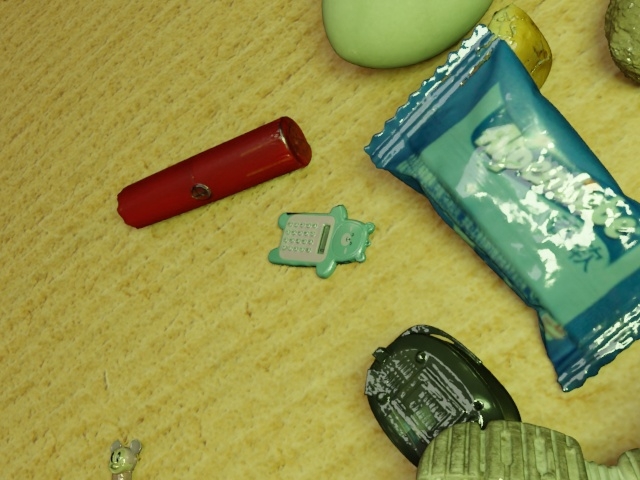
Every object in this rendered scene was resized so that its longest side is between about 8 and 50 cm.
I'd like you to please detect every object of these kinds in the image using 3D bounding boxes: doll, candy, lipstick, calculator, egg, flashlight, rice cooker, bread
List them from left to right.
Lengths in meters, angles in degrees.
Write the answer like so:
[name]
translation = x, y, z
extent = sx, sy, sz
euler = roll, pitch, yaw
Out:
[flashlight]
translation = -0.249, 0.303, 0.946
extent = 0.052, 0.031, 0.110
euler = -10, 66, 28
[lipstick]
translation = -0.145, -0.086, 1.014
extent = 0.279, 0.073, 0.073
euler = -19, 62, 26
[calculator]
translation = 0.000, 0.000, 0.921
extent = 0.141, 0.019, 0.094
euler = 3, 70, 33
[egg]
translation = 0.107, -0.306, 0.871
extent = 0.253, 0.186, 0.186
euler = -46, 54, 3
[rice cooker]
translation = 0.116, 0.158, 0.735
extent = 0.165, 0.106, 0.112
euler = 45, 101, 25
[bread]
translation = 0.211, -0.198, 0.814
extent = 0.053, 0.106, 0.072
euler = 12, 77, 35
[candy]
translation = 0.199, -0.036, 0.742
extent = 0.187, 0.077, 0.331
euler = -43, 77, 12
[doll]
translation = 0.336, -0.210, 0.746
extent = 0.114, 0.105, 0.221
euler = 5, 78, -10

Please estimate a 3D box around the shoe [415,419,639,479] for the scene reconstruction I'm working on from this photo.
[shoe]
translation = 0.239, 0.271, 0.589
extent = 0.350, 0.172, 0.198
euler = 13, 115, 17
